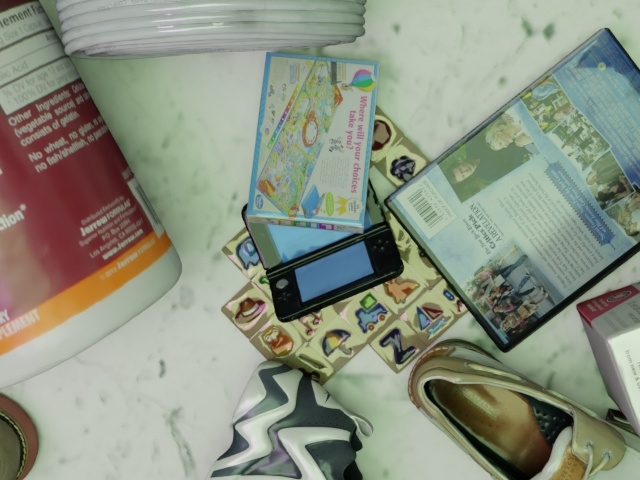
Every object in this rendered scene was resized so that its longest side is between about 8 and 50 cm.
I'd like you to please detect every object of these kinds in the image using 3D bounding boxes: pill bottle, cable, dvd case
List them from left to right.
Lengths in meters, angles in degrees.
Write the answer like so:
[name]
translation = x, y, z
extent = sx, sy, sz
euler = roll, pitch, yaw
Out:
[pill bottle]
translation = -0.300, -0.089, 1.058
extent = 0.224, 0.224, 0.392
euler = -27, 100, 6
[cable]
translation = -0.087, -0.195, 1.034
extent = 0.257, 0.257, 0.089
euler = -5, 98, -25
[dvd case]
translation = 0.209, -0.043, 1.149
extent = 0.253, 0.022, 0.180
euler = -38, 97, 4

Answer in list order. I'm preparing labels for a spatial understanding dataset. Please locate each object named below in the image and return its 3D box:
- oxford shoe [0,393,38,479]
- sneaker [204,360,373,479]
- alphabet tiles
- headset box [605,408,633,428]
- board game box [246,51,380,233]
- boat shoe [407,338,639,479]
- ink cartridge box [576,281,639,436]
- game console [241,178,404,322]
[oxford shoe]
translation = -0.435, 0.150, 1.155
extent = 0.348, 0.130, 0.123
euler = 15, 97, 1
[sneaker]
translation = -0.030, 0.241, 1.165
extent = 0.153, 0.094, 0.235
euler = 23, 89, 6
[alphabet tiles]
translation = 0.032, 0.027, 1.181
extent = 0.237, 0.009, 0.198
euler = -43, 93, 7
[headset box]
translation = 0.288, 0.196, 1.176
extent = 0.062, 0.032, 0.083
euler = 15, 99, 1
[board game box]
translation = -0.005, -0.087, 1.133
extent = 0.103, 0.026, 0.154
euler = 6, 76, 2
[boat shoe]
translation = 0.209, 0.194, 1.119
extent = 0.302, 0.103, 0.113
euler = 28, 99, 10
[ink cartridge box]
translation = 0.356, 0.070, 1.087
extent = 0.237, 0.172, 0.100
euler = -21, 95, 5
[game console]
translation = 0.000, 0.000, 1.141
extent = 0.122, 0.107, 0.071
euler = -23, 123, 6
